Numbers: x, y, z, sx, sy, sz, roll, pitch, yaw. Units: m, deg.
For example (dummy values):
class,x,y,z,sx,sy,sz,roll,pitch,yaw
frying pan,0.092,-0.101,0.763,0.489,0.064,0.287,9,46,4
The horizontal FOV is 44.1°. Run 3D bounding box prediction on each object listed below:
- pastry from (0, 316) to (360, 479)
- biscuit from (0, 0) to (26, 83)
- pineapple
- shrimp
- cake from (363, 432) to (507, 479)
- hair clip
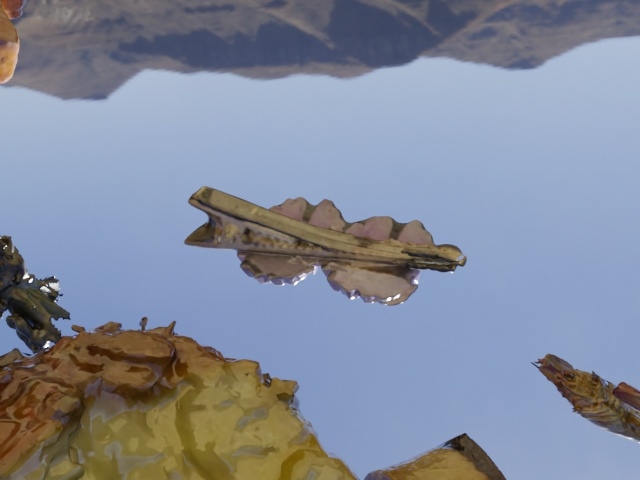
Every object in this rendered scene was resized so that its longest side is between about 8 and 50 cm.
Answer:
class,x,y,z,sx,sy,sz,roll,pitch,yaw
pastry,-0.171,0.218,0.402,0.337,0.292,0.405,-38,-174,35
biscuit,-0.300,-0.215,0.514,0.283,0.043,0.306,33,-153,-15
pineapple,-0.423,0.008,0.912,0.175,0.361,0.175,-21,-145,15
shrimp,0.262,0.148,0.703,0.162,0.045,0.095,33,174,-17
cake,0.088,0.306,0.765,0.178,0.185,0.208,-10,-143,-16
hair clip,0.000,0.000,0.765,0.292,0.085,0.106,11,-134,23
